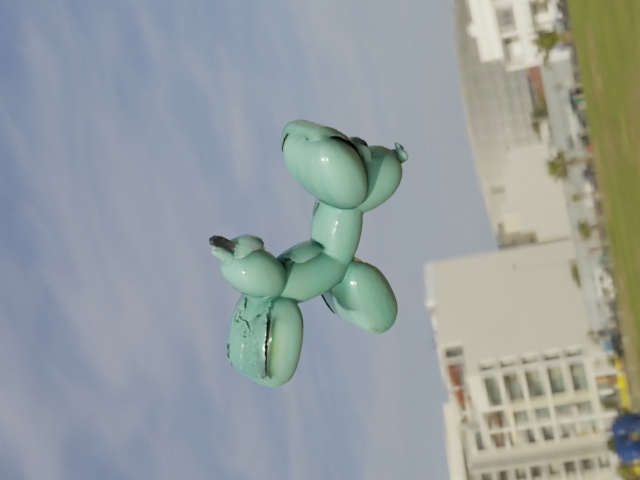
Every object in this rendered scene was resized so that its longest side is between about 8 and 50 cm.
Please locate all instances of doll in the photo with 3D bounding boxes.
[{"bbox_3d":[0.000,0.000,0.767,0.059,0.159,0.158,26,136,47],"label":"doll"}]
